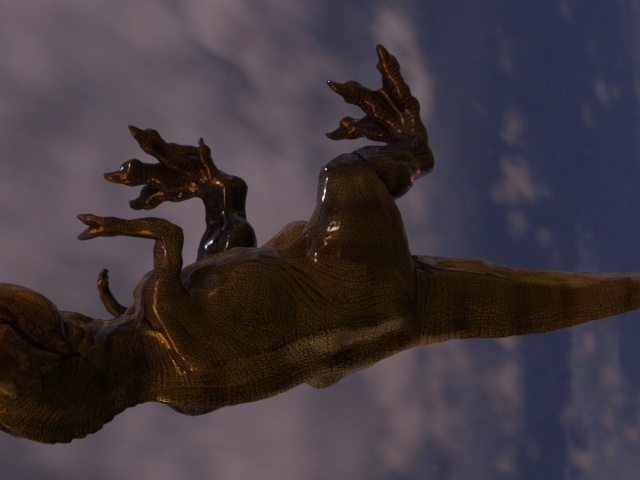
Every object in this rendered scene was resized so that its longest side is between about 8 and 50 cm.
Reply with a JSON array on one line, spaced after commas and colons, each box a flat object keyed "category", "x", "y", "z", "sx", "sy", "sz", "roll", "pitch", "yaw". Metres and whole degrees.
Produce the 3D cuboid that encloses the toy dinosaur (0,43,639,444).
[{"category": "toy dinosaur", "x": 0.000, "y": 0.000, "z": 0.377, "sx": 0.268, "sy": 0.118, "sz": 0.064, "roll": -7, "pitch": -44, "yaw": -22}]
